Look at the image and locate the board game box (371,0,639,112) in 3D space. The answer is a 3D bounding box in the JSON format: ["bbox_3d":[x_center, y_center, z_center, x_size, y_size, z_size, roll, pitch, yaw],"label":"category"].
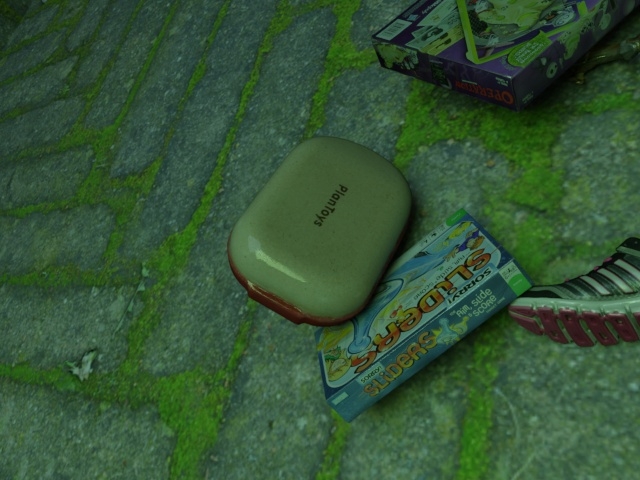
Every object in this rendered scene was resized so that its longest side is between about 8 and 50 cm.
[{"bbox_3d":[0.247,-0.285,0.641,0.347,0.056,0.208,-41,39,-11],"label":"board game box"}]

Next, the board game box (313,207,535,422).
[{"bbox_3d":[0.084,0.064,0.555,0.201,0.035,0.136,-40,20,9],"label":"board game box"}]

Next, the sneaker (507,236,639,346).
[{"bbox_3d":[0.240,0.038,0.474,0.170,0.063,0.074,-10,49,34],"label":"sneaker"}]

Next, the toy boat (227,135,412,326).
[{"bbox_3d":[0.000,0.000,0.636,0.151,0.151,0.231,30,54,5],"label":"toy boat"}]

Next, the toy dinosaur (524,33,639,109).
[{"bbox_3d":[0.248,-0.206,0.645,0.112,0.064,0.211,-41,44,-10],"label":"toy dinosaur"}]
